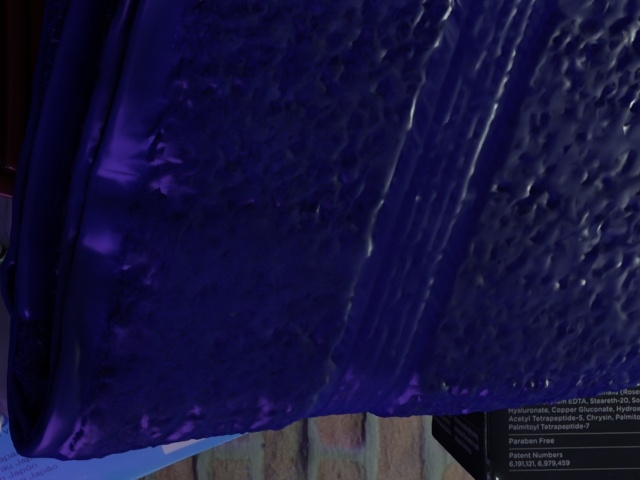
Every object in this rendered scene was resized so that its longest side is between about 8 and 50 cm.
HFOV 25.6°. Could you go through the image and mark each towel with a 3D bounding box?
[{"bbox_3d":[0.039,-0.037,0.518,0.308,0.227,0.076,0,-150,-35],"label":"towel"}]

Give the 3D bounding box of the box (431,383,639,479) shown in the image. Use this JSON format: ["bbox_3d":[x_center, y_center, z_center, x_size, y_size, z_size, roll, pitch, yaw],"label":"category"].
[{"bbox_3d":[0.196,0.030,1.176,0.179,0.312,0.343,-2,180,-2],"label":"box"}]

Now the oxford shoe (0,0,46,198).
[{"bbox_3d":[-0.068,-0.072,0.573,0.348,0.123,0.130,2,-176,-41],"label":"oxford shoe"}]

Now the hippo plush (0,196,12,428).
[{"bbox_3d":[-0.214,-0.007,0.719,0.294,0.234,0.236,-20,-169,0],"label":"hippo plush"}]

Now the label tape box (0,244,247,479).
[{"bbox_3d":[-0.157,-0.003,0.906,0.249,0.115,0.347,-22,-136,-10],"label":"label tape box"}]
